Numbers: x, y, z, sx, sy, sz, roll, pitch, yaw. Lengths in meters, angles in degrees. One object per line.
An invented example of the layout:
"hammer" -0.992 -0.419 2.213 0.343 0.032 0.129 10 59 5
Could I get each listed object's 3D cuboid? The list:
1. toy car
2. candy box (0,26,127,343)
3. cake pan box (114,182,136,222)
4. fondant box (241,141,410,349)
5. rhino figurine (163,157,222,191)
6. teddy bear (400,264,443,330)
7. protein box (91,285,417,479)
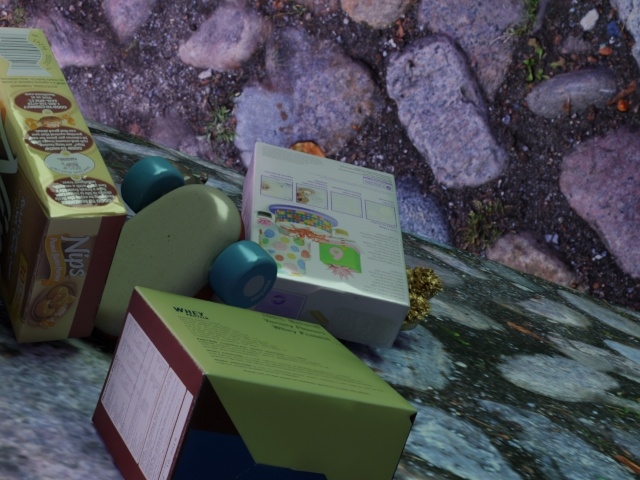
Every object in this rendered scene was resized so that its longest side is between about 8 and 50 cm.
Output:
"toy car" -0.156 0.064 1.331 0.219 0.210 0.238 40 -11 32
"candy box" -0.313 -0.067 1.207 0.087 0.183 0.316 -4 46 -31
"cake pan box" -0.307 -0.035 1.835 0.267 0.070 0.246 14 12 -33
"fondant box" 0.000 0.000 1.700 0.238 0.096 0.330 13 36 -11
"rhino figurine" -0.222 -0.077 1.831 0.106 0.073 0.243 21 8 -27
"teddy bear" 0.036 0.044 1.812 0.338 0.113 0.245 30 42 25
"protein box" -0.064 0.151 0.963 0.200 0.136 0.201 14 11 -29
